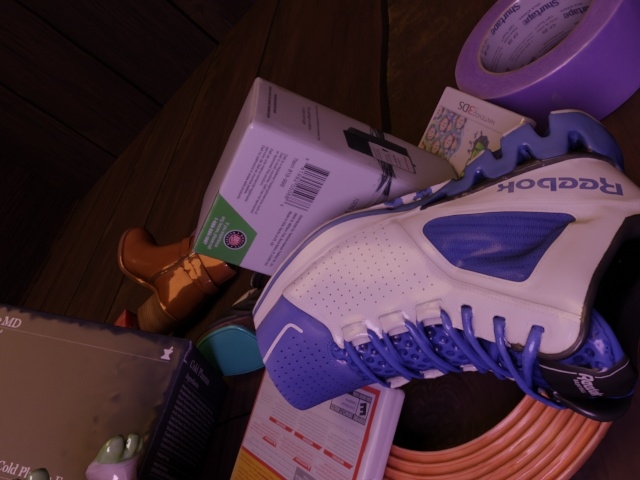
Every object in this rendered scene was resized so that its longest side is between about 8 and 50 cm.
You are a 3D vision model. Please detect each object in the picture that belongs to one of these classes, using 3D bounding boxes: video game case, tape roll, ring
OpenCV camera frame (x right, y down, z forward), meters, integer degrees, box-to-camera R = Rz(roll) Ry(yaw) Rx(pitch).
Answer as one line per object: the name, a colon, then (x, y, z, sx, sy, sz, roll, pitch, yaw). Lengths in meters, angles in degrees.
video game case: (-0.033, 0.253, 0.495, 0.204, 0.025, 0.285, 1, 71, 57)
tape roll: (0.241, -0.200, 0.551, 0.189, 0.080, 0.189, -37, 32, 29)
ring: (0.118, 0.087, 0.488, 0.336, 0.032, 0.336, -36, 34, 29)
video game case: (0.129, -0.064, 0.529, 0.157, 0.019, 0.143, -67, 25, 19)

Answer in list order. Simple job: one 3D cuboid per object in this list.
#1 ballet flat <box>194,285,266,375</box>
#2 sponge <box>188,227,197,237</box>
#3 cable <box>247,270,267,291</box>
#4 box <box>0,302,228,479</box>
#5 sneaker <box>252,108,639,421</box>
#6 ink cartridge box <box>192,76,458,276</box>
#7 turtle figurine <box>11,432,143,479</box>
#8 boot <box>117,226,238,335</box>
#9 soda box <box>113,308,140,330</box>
ballet flat: (-0.065, 0.101, 0.686, 0.280, 0.095, 0.096, -31, 23, 42)
sponge: (-0.245, 0.003, 1.120, 0.210, 0.031, 0.117, -45, 31, 15)
cable: (0.000, 0.000, 0.760, 0.287, 0.072, 0.139, -57, 43, 22)
box: (-0.337, 0.268, 0.653, 0.343, 0.179, 0.312, 9, 59, 13)
sneaker: (0.100, 0.046, 0.359, 0.315, 0.127, 0.182, -33, 35, 10)
ink cartridge box: (0.007, -0.033, 0.497, 0.153, 0.208, 0.087, -56, 24, 36)
turtle figurine: (-0.139, 0.272, 0.404, 0.198, 0.275, 0.266, -33, 61, -20)
boot: (-0.277, 0.027, 1.025, 0.220, 0.109, 0.283, -40, 46, 14)
soda box: (-0.352, 0.241, 0.977, 0.092, 0.083, 0.263, -51, 29, 7)
